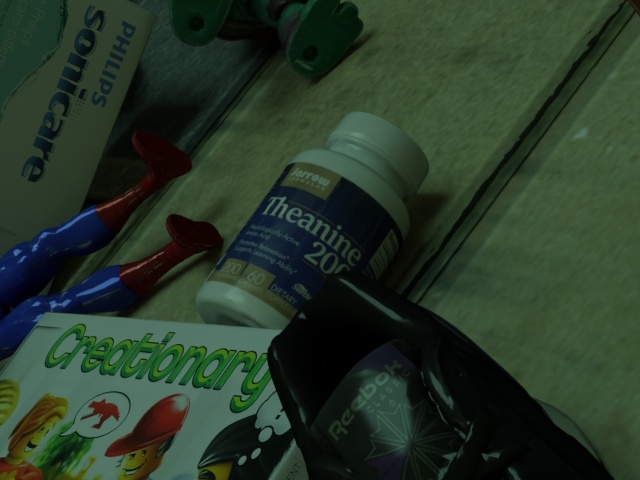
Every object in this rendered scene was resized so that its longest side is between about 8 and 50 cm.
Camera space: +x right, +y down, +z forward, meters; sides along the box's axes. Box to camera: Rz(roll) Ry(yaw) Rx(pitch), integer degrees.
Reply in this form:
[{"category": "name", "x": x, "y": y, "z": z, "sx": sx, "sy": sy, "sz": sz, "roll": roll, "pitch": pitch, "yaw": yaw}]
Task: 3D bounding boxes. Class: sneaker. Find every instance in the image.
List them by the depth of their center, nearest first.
[{"category": "sneaker", "x": 0.049, "y": 0.098, "z": 0.491, "sx": 0.107, "sy": 0.124, "sz": 0.283, "roll": -46, "pitch": 26, "yaw": 0}]

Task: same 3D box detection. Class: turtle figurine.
[{"category": "turtle figurine", "x": -0.048, "y": -0.184, "z": 1.077, "sx": 0.175, "sy": 0.118, "sz": 0.234, "roll": -3, "pitch": 29, "yaw": -7}]

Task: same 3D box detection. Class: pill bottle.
[{"category": "pill bottle", "x": 0.000, "y": 0.000, "z": 0.775, "sx": 0.067, "sy": 0.067, "sz": 0.120, "roll": 0, "pitch": 51, "yaw": 56}]

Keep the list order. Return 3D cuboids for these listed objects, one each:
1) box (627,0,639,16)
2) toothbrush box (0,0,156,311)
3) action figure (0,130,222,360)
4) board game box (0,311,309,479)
[{"category": "box", "x": 0.268, "y": -0.167, "z": 0.483, "sx": 0.381, "sy": 0.191, "sz": 0.143, "roll": -24, "pitch": 32, "yaw": 36}, {"category": "toothbrush box", "x": -0.283, "y": -0.104, "z": 1.032, "sx": 0.126, "sy": 0.295, "sz": 0.216, "roll": 9, "pitch": 78, "yaw": 60}, {"category": "action figure", "x": -0.208, "y": 0.036, "z": 0.949, "sx": 0.280, "sy": 0.139, "sz": 0.091, "roll": -36, "pitch": 59, "yaw": 23}, {"category": "board game box", "x": -0.100, "y": 0.126, "z": 0.752, "sx": 0.305, "sy": 0.053, "sz": 0.193, "roll": -1, "pitch": 50, "yaw": 56}]
